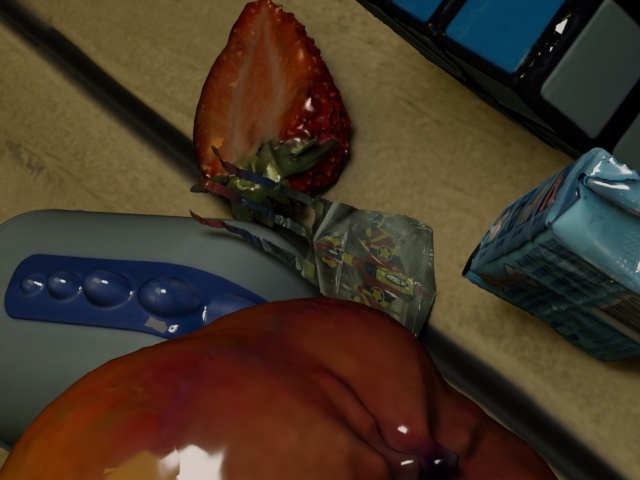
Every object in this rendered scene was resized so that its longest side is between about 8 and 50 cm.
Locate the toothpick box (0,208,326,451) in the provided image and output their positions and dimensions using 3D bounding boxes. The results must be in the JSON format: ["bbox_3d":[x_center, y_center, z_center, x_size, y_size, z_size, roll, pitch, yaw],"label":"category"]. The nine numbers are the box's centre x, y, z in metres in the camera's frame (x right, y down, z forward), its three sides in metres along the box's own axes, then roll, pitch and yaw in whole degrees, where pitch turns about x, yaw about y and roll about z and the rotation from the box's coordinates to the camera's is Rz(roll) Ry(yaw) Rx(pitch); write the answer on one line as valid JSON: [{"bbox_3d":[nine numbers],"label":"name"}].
[{"bbox_3d":[-0.152,0.087,1.415,0.355,0.263,0.263,3,71,39],"label":"toothpick box"}]

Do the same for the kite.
[{"bbox_3d":[-0.001,0.001,1.355,0.015,0.245,0.141,-38,32,46],"label":"kite"}]

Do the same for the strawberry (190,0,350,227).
[{"bbox_3d":[-0.053,-0.125,1.552,0.174,0.098,0.228,-35,47,21],"label":"strawberry"}]

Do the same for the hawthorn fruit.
[{"bbox_3d":[-0.051,0.284,1.115,0.472,0.472,0.471,-18,58,33],"label":"hawthorn fruit"}]

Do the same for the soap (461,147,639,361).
[{"bbox_3d":[0.210,0.017,1.142,0.077,0.156,0.293,-58,4,-12],"label":"soap"}]

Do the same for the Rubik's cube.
[{"bbox_3d":[0.223,-0.218,1.236,0.288,0.293,0.283,39,98,42],"label":"Rubik's cube"}]
